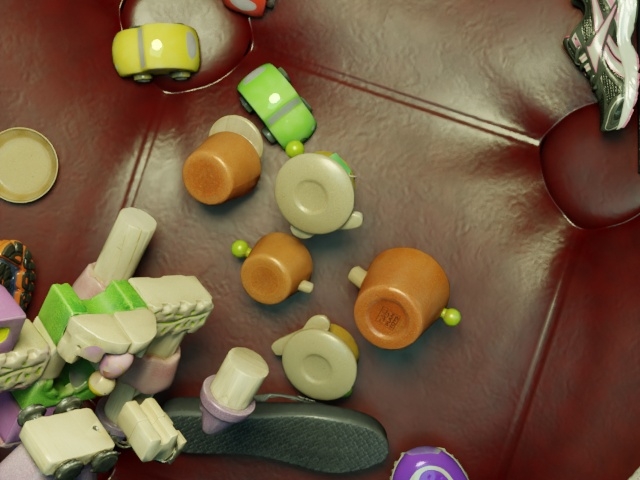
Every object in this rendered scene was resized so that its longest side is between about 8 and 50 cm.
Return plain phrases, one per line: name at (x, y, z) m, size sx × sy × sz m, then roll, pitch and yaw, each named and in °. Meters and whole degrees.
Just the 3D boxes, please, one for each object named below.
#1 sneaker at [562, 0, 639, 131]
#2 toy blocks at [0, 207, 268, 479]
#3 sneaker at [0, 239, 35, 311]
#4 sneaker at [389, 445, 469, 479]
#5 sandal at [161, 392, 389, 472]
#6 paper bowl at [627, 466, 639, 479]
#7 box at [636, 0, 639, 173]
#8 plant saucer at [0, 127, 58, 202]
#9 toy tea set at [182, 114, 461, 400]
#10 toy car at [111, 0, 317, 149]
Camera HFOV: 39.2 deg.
sneaker at (0.309, -0.207, 1.001) m, size 0.077 × 0.072 × 0.178 m, roll 0°, pitch 83°, yaw 10°
toy blocks at (-0.247, 0.157, 0.842) m, size 0.309 × 0.289 × 0.260 m, roll 46°, pitch 118°, yaw 29°
sneaker at (-0.371, 0.103, 0.978) m, size 0.087 × 0.083 × 0.221 m, roll 11°, pitch 92°, yaw 19°
sneaker at (0.136, 0.373, 0.957) m, size 0.102 × 0.146 × 0.293 m, roll -6°, pitch 92°, yaw -1°
sandal at (-0.050, 0.197, 0.984) m, size 0.255 × 0.054 × 0.097 m, roll 7°, pitch 131°, yaw 2°
paper bowl at (0.444, 0.349, 0.966) m, size 0.284 × 0.148 × 0.284 m, roll 0°, pitch 91°, yaw -3°
box at (0.410, -0.204, 0.938) m, size 0.103 × 0.184 × 0.261 m, roll -1°, pitch 91°, yaw 0°
plant saucer at (-0.333, -0.084, 0.999) m, size 0.083 × 0.015 × 0.083 m, roll 0°, pitch 92°, yaw -2°
toy tea set at (0.000, 0.000, 0.978) m, size 0.200 × 0.124 × 0.336 m, roll -26°, pitch 99°, yaw 28°
toy car at (-0.085, -0.200, 0.986) m, size 0.239 × 0.053 × 0.225 m, roll -38°, pitch 92°, yaw -1°
